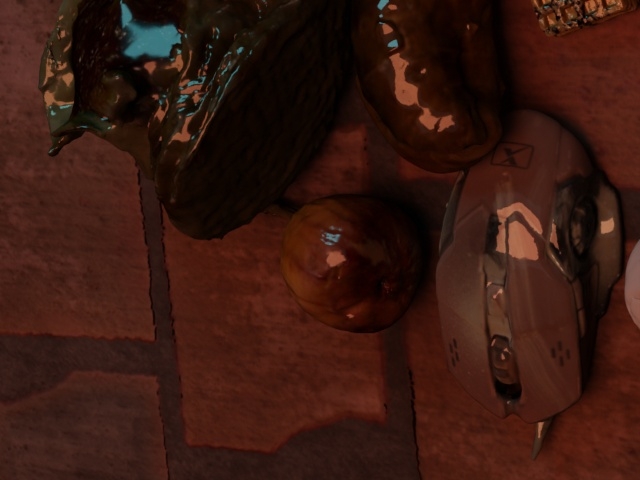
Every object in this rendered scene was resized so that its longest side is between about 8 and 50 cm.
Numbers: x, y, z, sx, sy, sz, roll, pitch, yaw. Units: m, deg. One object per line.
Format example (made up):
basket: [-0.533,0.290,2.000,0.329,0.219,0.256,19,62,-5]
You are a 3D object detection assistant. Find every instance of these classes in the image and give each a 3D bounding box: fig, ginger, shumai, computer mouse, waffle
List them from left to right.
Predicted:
shumai: [-0.150,-0.196,1.955,0.288,0.292,0.330,35,94,25]
fig: [-0.002,0.013,1.995,0.231,0.143,0.160,12,146,28]
ginger: [0.104,-0.228,1.847,0.172,0.165,0.321,0,95,48]
computer mouse: [0.202,0.056,1.904,0.199,0.115,0.389,9,108,33]
waffle: [0.248,-0.283,1.817,0.102,0.042,0.148,-16,96,34]

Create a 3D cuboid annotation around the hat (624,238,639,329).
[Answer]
hat: [0.377,0.042,1.772,0.126,0.203,0.203,1,105,51]
